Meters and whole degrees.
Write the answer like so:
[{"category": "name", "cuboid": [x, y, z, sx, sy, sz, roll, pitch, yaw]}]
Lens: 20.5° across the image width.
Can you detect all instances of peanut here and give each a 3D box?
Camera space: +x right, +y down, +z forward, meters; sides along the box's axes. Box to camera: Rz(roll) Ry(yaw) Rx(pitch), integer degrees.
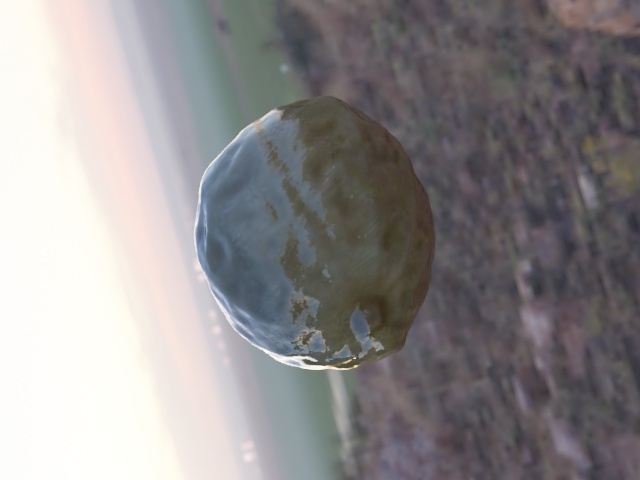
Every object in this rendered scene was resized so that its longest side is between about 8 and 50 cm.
[{"category": "peanut", "cuboid": [0.000, 0.000, 1.034, 0.159, 0.141, 0.109, 57, -178, -4]}]
